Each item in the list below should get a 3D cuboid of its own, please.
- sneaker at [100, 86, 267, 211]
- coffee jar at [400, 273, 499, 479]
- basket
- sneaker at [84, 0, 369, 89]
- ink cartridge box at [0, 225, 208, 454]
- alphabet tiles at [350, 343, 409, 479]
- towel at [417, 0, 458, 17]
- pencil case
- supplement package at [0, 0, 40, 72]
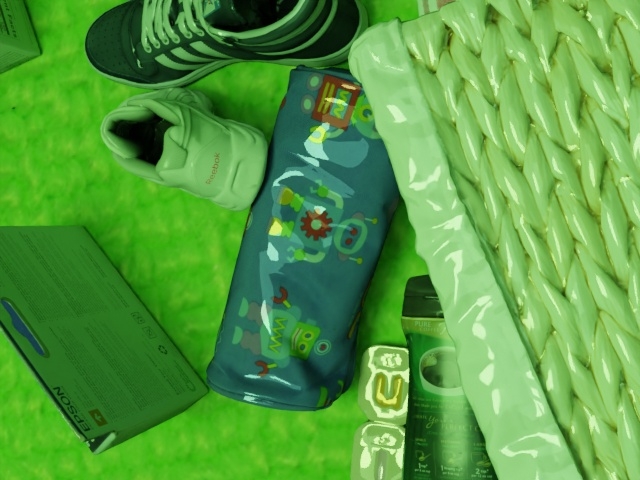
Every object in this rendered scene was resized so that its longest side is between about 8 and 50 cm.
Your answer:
[{"bbox_3d":[-0.145,-0.097,0.753,0.232,0.115,0.090,24,98,51],"label":"sneaker"},{"bbox_3d":[0.116,0.118,0.708,0.096,0.079,0.184,0,89,25],"label":"coffee jar"},{"bbox_3d":[0.226,-0.003,0.536,0.266,0.328,0.331,-20,85,20],"label":"basket"},{"bbox_3d":[-0.111,-0.199,0.757,0.282,0.153,0.099,-2,89,17],"label":"sneaker"},{"bbox_3d":[-0.224,0.080,0.758,0.045,0.224,0.223,-42,78,13],"label":"ink cartridge box"},{"bbox_3d":[0.168,0.173,0.743,0.284,0.021,0.278,5,90,17],"label":"alphabet tiles"},{"bbox_3d":[0.181,-0.185,0.732,0.197,0.029,0.144,-7,88,17],"label":"towel"},{"bbox_3d":[0.000,0.000,0.744,0.133,0.119,0.306,17,95,2],"label":"pencil case"},{"bbox_3d":[-0.457,-0.242,0.868,0.262,0.145,0.204,-21,85,16],"label":"supplement package"}]
